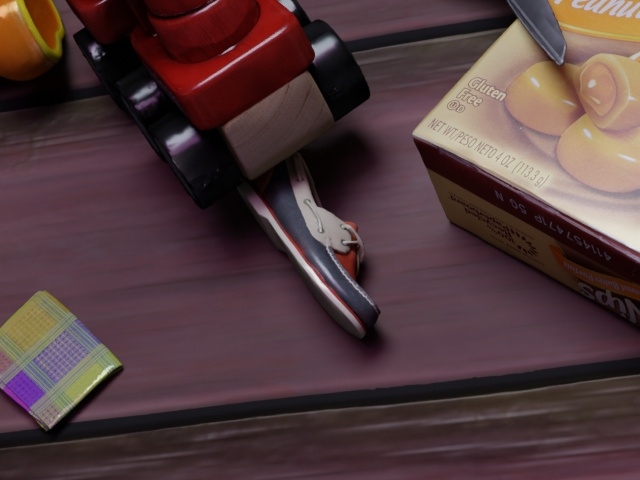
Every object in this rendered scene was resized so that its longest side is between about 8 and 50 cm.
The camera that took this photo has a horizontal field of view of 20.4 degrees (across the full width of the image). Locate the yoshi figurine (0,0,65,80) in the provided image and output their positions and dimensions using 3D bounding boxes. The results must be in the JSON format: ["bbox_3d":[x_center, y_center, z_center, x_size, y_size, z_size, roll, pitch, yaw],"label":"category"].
[{"bbox_3d":[-0.358,-0.114,1.108,0.362,0.203,0.203,-20,58,8],"label":"yoshi figurine"}]

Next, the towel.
[{"bbox_3d":[-0.157,0.068,1.018,0.060,0.009,0.083,-44,54,-14],"label":"towel"}]

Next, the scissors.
[{"bbox_3d":[0.098,-0.154,1.010,0.109,0.021,0.297,-21,31,22],"label":"scissors"}]

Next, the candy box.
[{"bbox_3d":[0.222,-0.107,0.957,0.183,0.087,0.316,31,72,35],"label":"candy box"}]

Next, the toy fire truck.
[{"bbox_3d":[-0.116,-0.158,0.995,0.158,0.246,0.217,-33,37,-6],"label":"toy fire truck"}]

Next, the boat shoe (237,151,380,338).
[{"bbox_3d":[0.000,0.000,0.989,0.043,0.049,0.137,-31,47,-7],"label":"boat shoe"}]
